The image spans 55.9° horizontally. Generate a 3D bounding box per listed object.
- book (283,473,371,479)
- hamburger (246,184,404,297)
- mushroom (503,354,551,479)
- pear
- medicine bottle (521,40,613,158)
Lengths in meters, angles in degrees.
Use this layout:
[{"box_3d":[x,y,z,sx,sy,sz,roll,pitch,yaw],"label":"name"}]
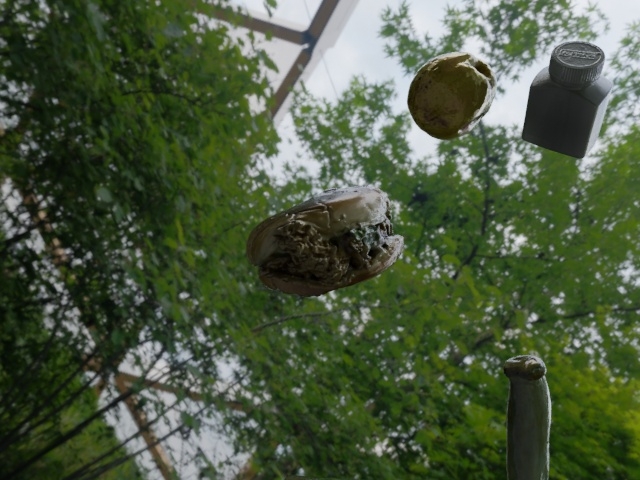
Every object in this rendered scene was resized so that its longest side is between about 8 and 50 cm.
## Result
[{"box_3d":[0.179,0.283,0.638,0.260,0.371,0.043,-27,-126,57],"label":"book"},{"box_3d":[0.000,0.000,0.945,0.243,0.286,0.146,-16,-82,26],"label":"hamburger"},{"box_3d":[0.443,0.396,1.290,0.100,0.081,0.312,-168,-107,-68],"label":"mushroom"},{"box_3d":[0.263,-0.287,1.197,0.178,0.178,0.178,40,-33,34],"label":"pear"},{"box_3d":[0.451,-0.257,1.100,0.132,0.088,0.188,27,-31,28],"label":"medicine bottle"}]
